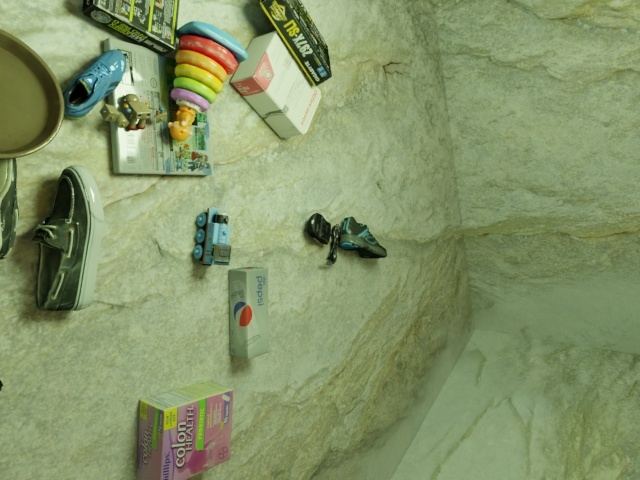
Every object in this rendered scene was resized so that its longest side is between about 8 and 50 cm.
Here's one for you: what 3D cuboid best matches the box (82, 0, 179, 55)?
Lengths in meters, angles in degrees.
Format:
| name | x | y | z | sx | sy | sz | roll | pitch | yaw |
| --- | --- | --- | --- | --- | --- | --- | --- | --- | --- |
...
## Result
| name | x | y | z | sx | sy | sz | roll | pitch | yaw |
| --- | --- | --- | --- | --- | --- | --- | --- | --- | --- |
| box | -0.458 | -0.638 | 1.127 | 0.216 | 0.060 | 0.269 | 13 | 76 | -51 |

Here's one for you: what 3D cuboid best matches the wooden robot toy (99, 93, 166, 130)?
| name | x | y | z | sx | sy | sz | roll | pitch | yaw |
| --- | --- | --- | --- | --- | --- | --- | --- | --- | --- |
| wooden robot toy | -0.469 | -0.324 | 1.117 | 0.173 | 0.076 | 0.079 | -23 | 74 | -50 |

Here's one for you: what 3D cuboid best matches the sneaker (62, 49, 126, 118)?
| name | x | y | z | sx | sy | sz | roll | pitch | yaw |
| --- | --- | --- | --- | --- | --- | --- | --- | --- | --- |
| sneaker | -0.518 | -0.369 | 1.046 | 0.069 | 0.082 | 0.209 | 39 | 68 | -22 |

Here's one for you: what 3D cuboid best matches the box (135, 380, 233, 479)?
| name | x | y | z | sx | sy | sz | roll | pitch | yaw |
| --- | --- | --- | --- | --- | --- | --- | --- | --- | --- |
| box | -0.379 | 0.541 | 1.286 | 0.243 | 0.117 | 0.213 | 4 | 89 | -52 |

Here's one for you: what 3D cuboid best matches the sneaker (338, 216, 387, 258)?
| name | x | y | z | sx | sy | sz | roll | pitch | yaw |
| --- | --- | --- | --- | --- | --- | --- | --- | --- | --- |
| sneaker | 0.203 | -0.003 | 2.011 | 0.341 | 0.125 | 0.139 | 27 | 62 | -54 |

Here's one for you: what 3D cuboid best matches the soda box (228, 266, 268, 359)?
| name | x | y | z | sx | sy | sz | roll | pitch | yaw |
| --- | --- | --- | --- | --- | --- | --- | --- | --- | --- |
| soda box | -0.234 | 0.232 | 1.477 | 0.098 | 0.091 | 0.286 | -4 | 95 | -52 |

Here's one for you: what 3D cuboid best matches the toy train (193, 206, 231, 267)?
| name | x | y | z | sx | sy | sz | roll | pitch | yaw |
| --- | --- | --- | --- | --- | --- | --- | --- | --- | --- |
| toy train | -0.315 | -0.009 | 1.344 | 0.080 | 0.105 | 0.184 | 11 | 84 | -53 |

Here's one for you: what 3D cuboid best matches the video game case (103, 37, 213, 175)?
| name | x | y | z | sx | sy | sz | roll | pitch | yaw |
| --- | --- | --- | --- | --- | --- | --- | --- | --- | --- |
| video game case | -0.427 | -0.344 | 1.234 | 0.300 | 0.036 | 0.328 | -9 | 99 | -52 |

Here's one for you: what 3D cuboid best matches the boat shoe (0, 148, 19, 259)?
| name | x | y | z | sx | sy | sz | roll | pitch | yaw |
| --- | --- | --- | --- | --- | --- | --- | --- | --- | --- |
| boat shoe | -0.663 | -0.075 | 0.926 | 0.079 | 0.084 | 0.232 | 100 | -9 | -82 |

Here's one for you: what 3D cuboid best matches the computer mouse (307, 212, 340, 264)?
| name | x | y | z | sx | sy | sz | roll | pitch | yaw |
| --- | --- | --- | --- | --- | --- | --- | --- | --- | --- |
| computer mouse | 0.000 | 0.000 | 1.801 | 0.262 | 0.060 | 0.183 | 25 | 68 | -63 |

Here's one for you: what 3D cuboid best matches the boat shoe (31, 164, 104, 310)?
| name | x | y | z | sx | sy | sz | roll | pitch | yaw |
| --- | --- | --- | --- | --- | --- | --- | --- | --- | --- |
| boat shoe | -0.566 | -0.001 | 1.000 | 0.119 | 0.121 | 0.334 | -4 | 97 | -57 |

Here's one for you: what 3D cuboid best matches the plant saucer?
| name | x | y | z | sx | sy | sz | roll | pitch | yaw |
| --- | --- | --- | --- | --- | --- | --- | --- | --- | --- |
| plant saucer | -0.659 | -0.291 | 0.888 | 0.278 | 0.041 | 0.277 | 15 | 69 | -47 |

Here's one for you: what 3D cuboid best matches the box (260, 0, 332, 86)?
| name | x | y | z | sx | sy | sz | roll | pitch | yaw |
| --- | --- | --- | --- | --- | --- | --- | --- | --- | --- |
| box | -0.076 | -0.720 | 1.534 | 0.322 | 0.079 | 0.257 | 48 | 25 | -40 |

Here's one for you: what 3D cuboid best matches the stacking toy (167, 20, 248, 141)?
| name | x | y | z | sx | sy | sz | roll | pitch | yaw |
| --- | --- | --- | --- | --- | --- | --- | --- | --- | --- |
| stacking toy | -0.335 | -0.407 | 1.217 | 0.175 | 0.166 | 0.301 | 20 | 86 | -36 |

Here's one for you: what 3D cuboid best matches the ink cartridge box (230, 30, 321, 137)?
| name | x | y | z | sx | sy | sz | roll | pitch | yaw |
| --- | --- | --- | --- | --- | --- | --- | --- | --- | --- |
| ink cartridge box | -0.141 | -0.515 | 1.529 | 0.283 | 0.117 | 0.207 | 43 | 58 | -45 |

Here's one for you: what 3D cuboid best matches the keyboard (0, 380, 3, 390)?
| name | x | y | z | sx | sy | sz | roll | pitch | yaw |
| --- | --- | --- | --- | --- | --- | --- | --- | --- | --- |
| keyboard | -0.759 | 0.219 | 0.839 | 0.201 | 0.033 | 0.316 | -41 | 123 | -51 |
